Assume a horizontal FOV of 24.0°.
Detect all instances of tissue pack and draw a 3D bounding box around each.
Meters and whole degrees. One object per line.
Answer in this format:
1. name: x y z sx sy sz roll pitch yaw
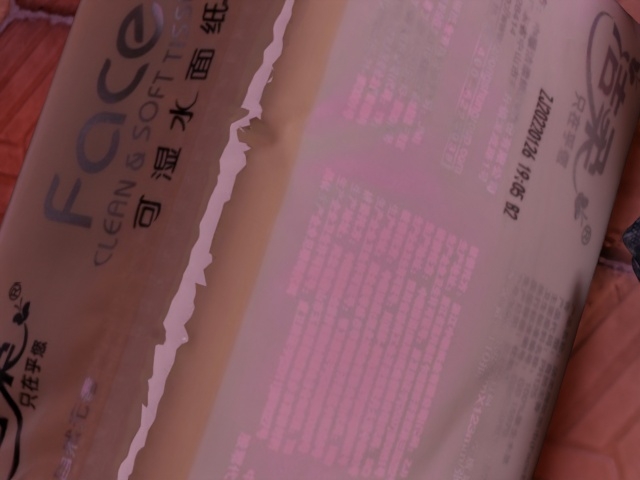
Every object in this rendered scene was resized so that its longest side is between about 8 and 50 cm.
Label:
1. tissue pack: 0.000 0.000 0.861 0.205 0.332 0.405 10 79 40

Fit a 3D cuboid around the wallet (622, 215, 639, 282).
1. wallet: 0.335 0.069 0.773 0.237 0.075 0.342 -34 55 12
